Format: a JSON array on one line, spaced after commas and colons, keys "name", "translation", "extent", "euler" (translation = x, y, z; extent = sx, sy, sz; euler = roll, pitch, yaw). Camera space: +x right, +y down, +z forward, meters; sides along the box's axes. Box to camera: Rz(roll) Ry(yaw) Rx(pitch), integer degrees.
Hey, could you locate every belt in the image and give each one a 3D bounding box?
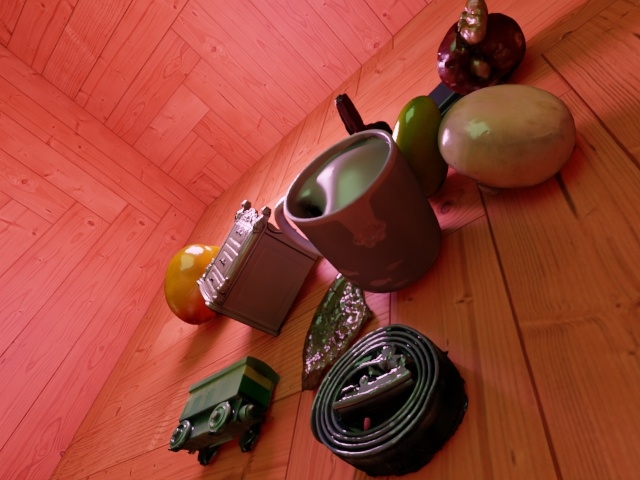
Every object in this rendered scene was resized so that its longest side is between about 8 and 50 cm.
[{"name": "belt", "translation": [0.095, 0.259, 0.665], "extent": [0.267, 0.116, 0.206], "euler": [-41, 29, 13]}]

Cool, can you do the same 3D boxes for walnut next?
[{"name": "walnut", "translation": [0.429, -0.539, 1.120], "extent": [0.222, 0.243, 0.269], "euler": [-13, 37, 29]}]

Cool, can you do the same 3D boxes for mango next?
[{"name": "mango", "translation": [0.228, -0.202, 0.962], "extent": [0.143, 0.293, 0.175], "euler": [21, 68, 22]}]

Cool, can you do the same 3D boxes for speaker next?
[{"name": "speaker", "translation": [0.097, -0.289, 1.312], "extent": [0.198, 0.259, 0.329], "euler": [-39, 23, 54]}]

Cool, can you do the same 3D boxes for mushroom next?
[{"name": "mushroom", "translation": [0.356, -0.192, 0.814], "extent": [0.246, 0.202, 0.246], "euler": [-1, 47, 1]}]

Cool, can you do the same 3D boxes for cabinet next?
[{"name": "cabinet", "translation": [-0.192, 0.069, 1.255], "extent": [0.317, 0.228, 0.290], "euler": [-62, 23, -2]}]

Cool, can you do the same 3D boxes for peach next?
[{"name": "peach", "translation": [-0.471, 0.176, 1.622], "extent": [0.289, 0.289, 0.307], "euler": [-21, 75, 48]}]

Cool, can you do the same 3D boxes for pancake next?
[{"name": "pancake", "translation": [0.039, 0.181, 0.965], "extent": [0.197, 0.054, 0.376], "euler": [-22, 36, 45]}]

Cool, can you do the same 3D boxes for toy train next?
[{"name": "toy train", "translation": [-0.242, 0.420, 1.012], "extent": [0.301, 0.120, 0.202], "euler": [-34, 25, 31]}]

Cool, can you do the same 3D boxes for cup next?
[{"name": "cup", "translation": [0.066, -0.036, 0.906], "extent": [0.357, 0.274, 0.259], "euler": [-13, 40, 38]}]

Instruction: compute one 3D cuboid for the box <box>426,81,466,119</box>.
[{"name": "box", "translation": [0.358, -0.416, 1.312], "extent": [0.230, 0.050, 0.160], "euler": [-45, 24, 11]}]
